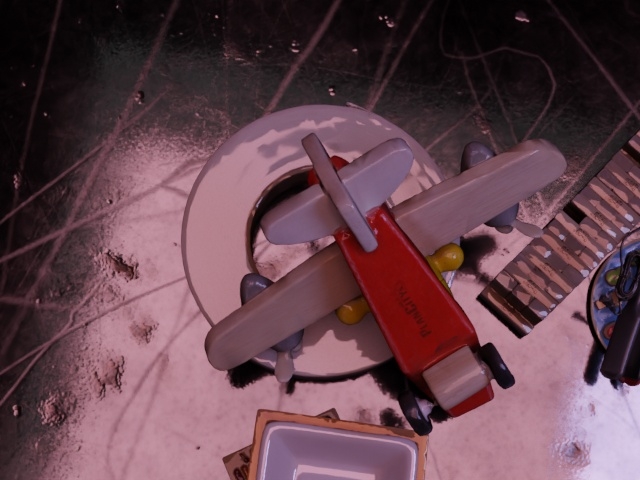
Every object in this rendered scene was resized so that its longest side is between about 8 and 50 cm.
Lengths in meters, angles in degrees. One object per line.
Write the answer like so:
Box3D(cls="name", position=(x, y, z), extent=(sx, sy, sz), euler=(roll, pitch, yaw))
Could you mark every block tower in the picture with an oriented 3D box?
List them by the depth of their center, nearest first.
Box3D(cls="block tower", position=(0.372, -0.017, 1.573), extent=(0.091, 0.097, 0.335), euler=(44, 82, 8))

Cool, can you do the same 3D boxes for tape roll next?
Box3D(cls="tape roll", position=(0.000, 0.000, 1.578), extent=(0.392, 0.072, 0.391), euler=(0, 78, 0))

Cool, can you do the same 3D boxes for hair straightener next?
Box3D(cls="hair straightener", position=(0.423, 0.079, 1.522), extent=(0.089, 0.047, 0.230), euler=(17, 91, -34))

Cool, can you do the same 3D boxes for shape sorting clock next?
Box3D(cls="shape sorting clock", position=(0.482, 0.093, 1.578), extent=(0.206, 0.040, 0.206), euler=(0, 78, 0))

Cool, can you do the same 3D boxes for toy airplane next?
Box3D(cls="toy airplane", position=(0.076, 0.022, 1.403), extent=(0.386, 0.272, 0.384), euler=(11, 111, -12))

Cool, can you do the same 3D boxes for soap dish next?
Box3D(cls="soap dish", position=(0.011, 0.380, 1.465), extent=(0.229, 0.118, 0.290), euler=(7, 78, 1))

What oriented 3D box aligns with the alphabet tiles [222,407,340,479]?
Box3D(cls="alphabet tiles", position=(0.012, 0.416, 1.523), extent=(0.285, 0.011, 0.342), euler=(-24, 79, -6))
